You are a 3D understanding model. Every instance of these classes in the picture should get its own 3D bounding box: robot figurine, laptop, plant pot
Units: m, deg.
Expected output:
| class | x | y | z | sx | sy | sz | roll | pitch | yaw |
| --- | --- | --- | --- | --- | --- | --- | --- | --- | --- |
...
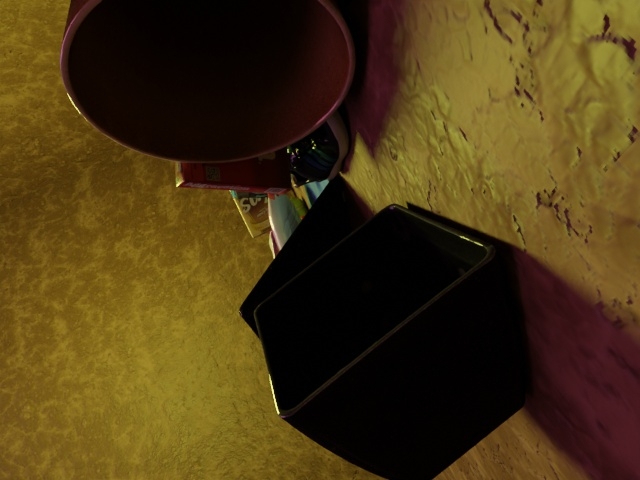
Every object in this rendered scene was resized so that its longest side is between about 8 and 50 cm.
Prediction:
| class | x | y | z | sx | sy | sz | roll | pitch | yaw |
| --- | --- | --- | --- | --- | --- | --- | --- | --- | --- |
| robot figurine | -0.068 | -0.074 | 1.286 | 0.115 | 0.067 | 0.101 | 66 | -157 | -20 |
| laptop | -0.061 | 0.008 | 0.861 | 0.236 | 0.408 | 0.382 | 23 | 154 | 24 |
| plant pot | 0.071 | 0.100 | 0.405 | 0.167 | 0.187 | 0.188 | 53 | 178 | -19 |
| plant pot | -0.113 | -0.243 | 0.417 | 0.237 | 0.237 | 0.254 | 83 | 174 | -71 |

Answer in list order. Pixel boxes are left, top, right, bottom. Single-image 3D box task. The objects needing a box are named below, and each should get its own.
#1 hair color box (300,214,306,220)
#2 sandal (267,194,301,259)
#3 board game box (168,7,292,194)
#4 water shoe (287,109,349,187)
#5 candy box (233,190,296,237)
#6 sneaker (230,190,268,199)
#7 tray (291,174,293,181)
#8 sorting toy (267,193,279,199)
| class | x | y | z | sx | sy | sz | roll | pitch | yaw |
| --- | --- | --- | --- | --- | --- | --- | --- | --- | --- |
| hair color box | 0.000 | 0.000 | 1.132 | 0.141 | 0.043 | 0.072 | 60 | 172 | 32 |
| sandal | -0.072 | 0.068 | 1.120 | 0.169 | 0.102 | 0.416 | -88 | -19 | -54 |
| board game box | -0.116 | -0.199 | 0.545 | 0.027 | 0.145 | 0.281 | -19 | 76 | 49 |
| water shoe | -0.012 | -0.122 | 0.589 | 0.073 | 0.080 | 0.203 | 62 | 173 | 15 |
| candy box | -0.204 | -0.187 | 1.428 | 0.316 | 0.182 | 0.087 | 64 | 175 | -1 |
| sneaker | -0.201 | -0.276 | 1.315 | 0.125 | 0.139 | 0.341 | 126 | 141 | -67 |
| tray | -0.126 | -0.280 | 1.126 | 0.270 | 0.030 | 0.145 | 58 | 172 | 42 |
| sorting toy | -0.090 | -0.124 | 0.872 | 0.102 | 0.042 | 0.061 | 95 | 160 | -69 |
